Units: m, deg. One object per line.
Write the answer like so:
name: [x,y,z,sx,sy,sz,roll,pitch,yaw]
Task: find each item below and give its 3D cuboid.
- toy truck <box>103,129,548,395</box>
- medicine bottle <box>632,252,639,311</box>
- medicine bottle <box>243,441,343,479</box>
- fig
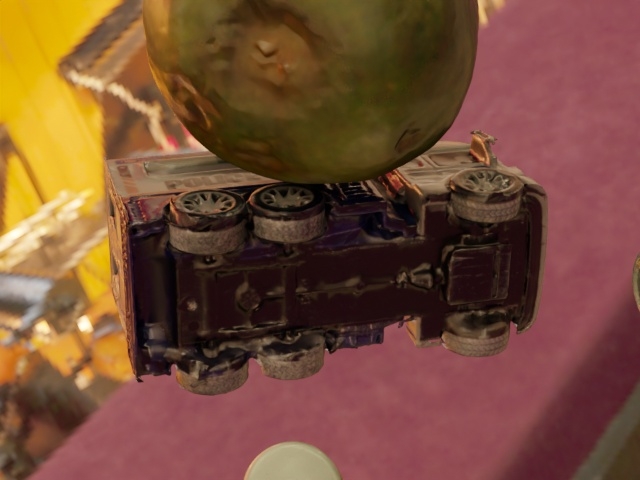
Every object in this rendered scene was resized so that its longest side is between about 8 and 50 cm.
toy truck: [0.000,0.000,0.978,0.268,0.124,0.155,-6,26,-15]
medicine bottle: [0.255,0.007,0.741,0.209,0.053,0.090,-10,42,-17]
medicine bottle: [-0.011,0.124,0.728,0.047,0.047,0.083,-23,-13,-1]
fig: [0.018,-0.157,0.951,0.206,0.206,0.275,-7,22,28]
